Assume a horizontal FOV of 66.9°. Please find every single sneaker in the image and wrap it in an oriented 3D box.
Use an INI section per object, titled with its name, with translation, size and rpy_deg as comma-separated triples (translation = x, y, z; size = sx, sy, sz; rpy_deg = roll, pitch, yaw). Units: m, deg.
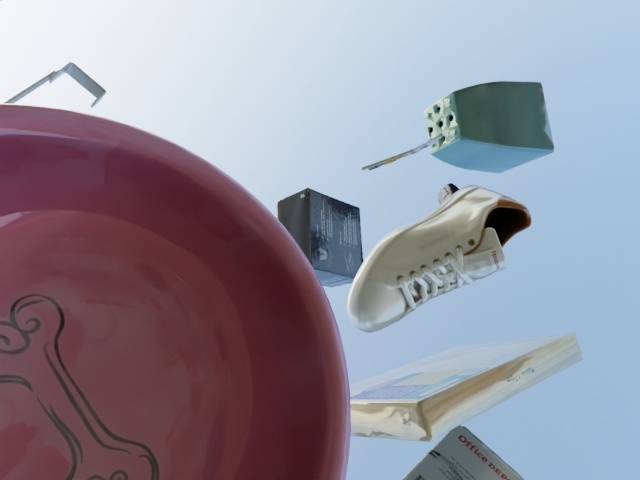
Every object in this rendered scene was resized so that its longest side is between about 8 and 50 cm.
[sneaker]
translation = 0.164, 0.025, 0.644
size = 0.290, 0.106, 0.123
rpy_deg = -40, -147, -16

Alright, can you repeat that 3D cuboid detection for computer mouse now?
[computer mouse]
translation = 0.244, -0.029, 0.842
size = 0.041, 0.071, 0.242
rpy_deg = -45, -162, 26

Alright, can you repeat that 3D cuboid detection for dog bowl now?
[dog bowl]
translation = -0.158, 0.098, 0.294
size = 0.407, 0.150, 0.408
rpy_deg = 18, -125, -27

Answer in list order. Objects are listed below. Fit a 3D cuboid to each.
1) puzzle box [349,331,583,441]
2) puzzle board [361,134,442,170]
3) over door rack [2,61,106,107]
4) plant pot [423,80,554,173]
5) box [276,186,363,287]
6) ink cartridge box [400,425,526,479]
[puzzle box]
translation = 0.206, 0.234, 0.805
size = 0.408, 0.272, 0.052
rpy_deg = -7, -101, -36
[puzzle board]
translation = 0.137, -0.144, 0.805
size = 0.096, 0.128, 0.011
rpy_deg = -14, -78, 39
[over door rack]
translation = -0.293, -0.195, 0.453
size = 0.239, 0.108, 0.324
rpy_deg = -32, -165, 33
[plant pot]
translation = 0.358, -0.251, 1.079
size = 0.234, 0.165, 0.166
rpy_deg = -4, -98, -26
[box]
translation = 0.000, 0.000, 0.948
size = 0.093, 0.158, 0.156
rpy_deg = -18, -114, 39
[ink cartridge box]
translation = 0.211, 0.421, 0.771
size = 0.208, 0.087, 0.153
rpy_deg = -24, -131, -36
